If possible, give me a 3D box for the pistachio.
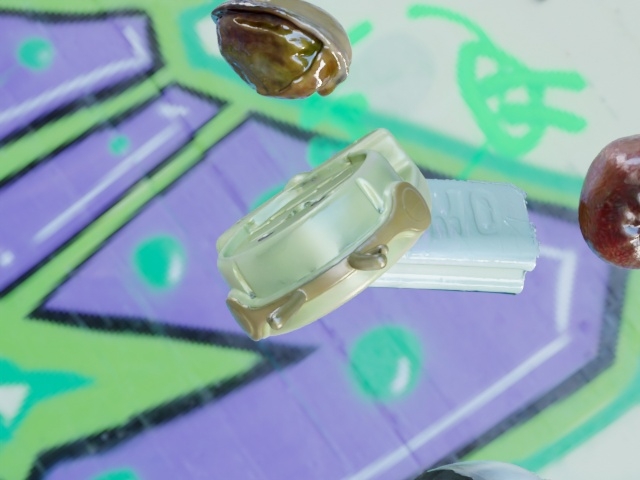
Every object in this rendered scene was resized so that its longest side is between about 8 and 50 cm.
[{"bbox_3d":[-0.054,-0.239,1.790,0.210,0.130,0.165,28,-18,33],"label":"pistachio"}]

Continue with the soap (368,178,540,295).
[{"bbox_3d":[0.164,-0.009,1.998,0.094,0.261,0.150,108,-19,-56],"label":"soap"}]

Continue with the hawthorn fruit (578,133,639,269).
[{"bbox_3d":[0.382,-0.052,1.704,0.169,0.169,0.188,51,14,-19],"label":"hawthorn fruit"}]

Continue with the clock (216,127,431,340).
[{"bbox_3d":[0.000,0.000,1.442,0.096,0.235,0.308,56,7,-12],"label":"clock"}]

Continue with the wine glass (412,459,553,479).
[{"bbox_3d":[0.134,0.230,1.137,0.204,0.111,0.111,21,31,-57],"label":"wine glass"}]
